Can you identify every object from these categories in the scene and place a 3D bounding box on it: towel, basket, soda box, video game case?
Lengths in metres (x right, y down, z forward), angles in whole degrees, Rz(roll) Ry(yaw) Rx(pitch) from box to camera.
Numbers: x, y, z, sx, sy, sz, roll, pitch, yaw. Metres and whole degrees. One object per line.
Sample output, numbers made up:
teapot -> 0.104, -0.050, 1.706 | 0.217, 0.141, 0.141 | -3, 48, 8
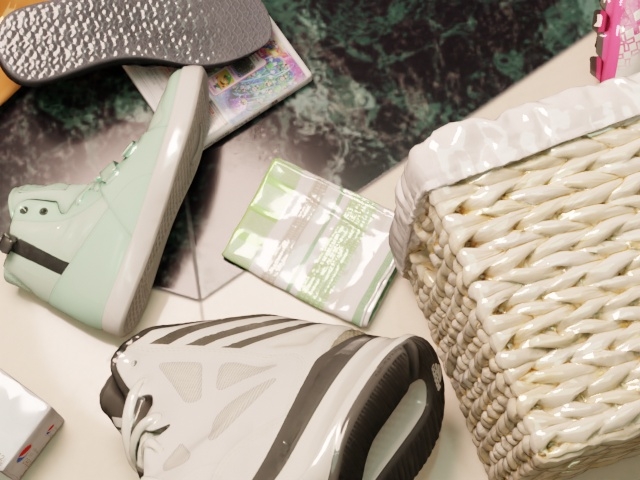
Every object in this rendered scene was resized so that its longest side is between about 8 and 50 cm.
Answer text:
towel -> 0.000, 0.000, 1.592 | 0.152, 0.023, 0.113 | 26, 76, 10
basket -> 0.249, 0.031, 1.410 | 0.331, 0.328, 0.266 | -17, 78, -5
soda box -> -0.337, 0.121, 1.550 | 0.216, 0.069, 0.074 | 34, 78, 11
video game case -> -0.109, -0.176, 1.651 | 0.143, 0.019, 0.157 | -33, 74, -7

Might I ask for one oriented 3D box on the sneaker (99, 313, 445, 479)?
sneaker -> -0.111, 0.222, 1.422 | 0.257, 0.169, 0.447 | 12, 43, 35

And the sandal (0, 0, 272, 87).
sandal -> -0.173, -0.197, 1.607 | 0.255, 0.054, 0.097 | -7, 84, -13

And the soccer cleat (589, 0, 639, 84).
soccer cleat -> 0.339, -0.276, 1.607 | 0.143, 0.116, 0.331 | 12, 75, 6

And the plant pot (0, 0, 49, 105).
plant pot -> -0.390, -0.260, 1.570 | 0.203, 0.291, 0.291 | 28, 77, 27

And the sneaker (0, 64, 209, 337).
sneaker -> -0.200, -0.057, 1.571 | 0.151, 0.094, 0.255 | 20, 85, 8
